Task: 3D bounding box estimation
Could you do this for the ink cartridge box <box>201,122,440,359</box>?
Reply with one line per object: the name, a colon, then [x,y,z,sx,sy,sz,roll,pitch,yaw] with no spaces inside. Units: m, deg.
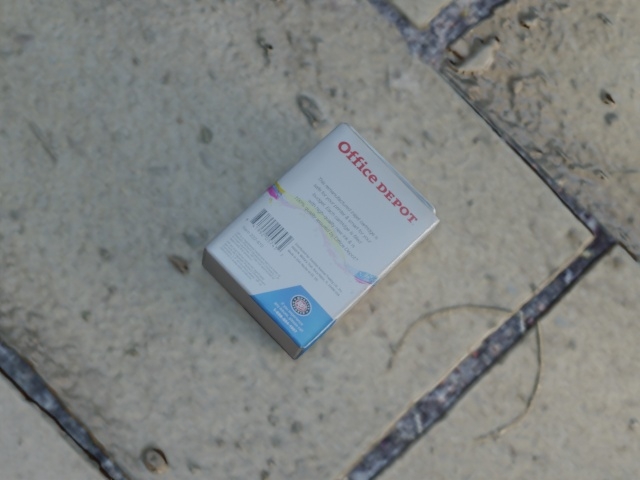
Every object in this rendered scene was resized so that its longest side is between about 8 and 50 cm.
ink cartridge box: [0.000,0.000,1.170,0.122,0.052,0.088,-43,85,-13]
